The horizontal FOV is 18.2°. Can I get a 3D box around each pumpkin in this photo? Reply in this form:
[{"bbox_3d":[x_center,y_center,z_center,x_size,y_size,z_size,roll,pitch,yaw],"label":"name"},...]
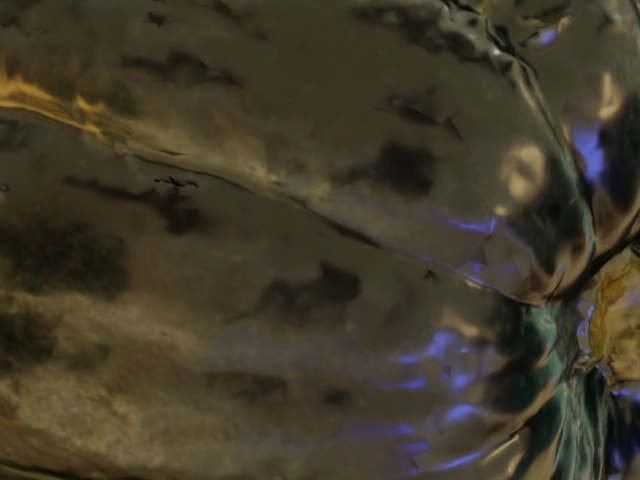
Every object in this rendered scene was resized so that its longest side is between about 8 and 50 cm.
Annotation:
[{"bbox_3d":[0.000,0.000,0.430,0.162,0.220,0.220,12,53,27],"label":"pumpkin"}]
